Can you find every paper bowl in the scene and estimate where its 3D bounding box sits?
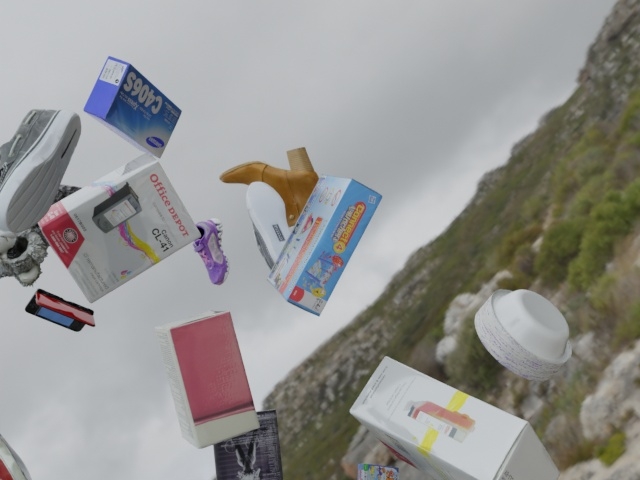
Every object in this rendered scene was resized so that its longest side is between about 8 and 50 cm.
[{"bbox_3d":[0.603,0.256,2.271,0.284,0.284,0.148,-27,-25,-56],"label":"paper bowl"}]

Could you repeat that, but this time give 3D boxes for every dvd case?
[{"bbox_3d":[-0.179,0.538,1.928,0.164,0.221,0.018,-5,-8,-11],"label":"dvd case"}]

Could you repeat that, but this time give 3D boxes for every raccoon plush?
[{"bbox_3d":[-0.774,-0.017,2.307,0.446,0.216,0.299,6,-88,-52],"label":"raccoon plush"}]

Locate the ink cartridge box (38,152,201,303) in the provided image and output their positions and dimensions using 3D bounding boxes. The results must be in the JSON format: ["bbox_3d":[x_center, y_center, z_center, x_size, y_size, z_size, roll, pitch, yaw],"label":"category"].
[{"bbox_3d":[-0.472,-0.033,1.839,0.306,0.226,0.131,-32,25,-12],"label":"ink cartridge box"}]

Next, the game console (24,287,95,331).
[{"bbox_3d":[-0.611,0.180,1.829,0.124,0.144,0.085,-46,29,31],"label":"game console"}]

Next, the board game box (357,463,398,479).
[{"bbox_3d":[0.179,0.807,2.444,0.136,0.201,0.035,14,-25,-26],"label":"board game box"}]

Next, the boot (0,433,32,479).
[{"bbox_3d":[-0.834,0.565,1.911,0.176,0.244,0.088,-39,1,-18],"label":"boot"}]

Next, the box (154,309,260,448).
[{"bbox_3d":[-0.220,0.261,1.504,0.126,0.233,0.148,-15,1,-22],"label":"box"}]

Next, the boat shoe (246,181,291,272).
[{"bbox_3d":[-0.136,-0.019,2.124,0.108,0.301,0.102,-9,-29,-34],"label":"boat shoe"}]

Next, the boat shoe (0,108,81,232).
[{"bbox_3d":[-0.585,-0.141,1.552,0.335,0.119,0.121,-78,-6,-47],"label":"boat shoe"}]

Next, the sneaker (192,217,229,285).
[{"bbox_3d":[-0.375,0.036,2.604,0.095,0.237,0.104,-25,-20,36],"label":"sneaker"}]

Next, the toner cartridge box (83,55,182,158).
[{"bbox_3d":[-0.516,-0.363,2.189,0.165,0.075,0.348,-66,-16,-5],"label":"toner cartridge box"}]

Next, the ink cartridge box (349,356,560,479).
[{"bbox_3d":[0.298,0.444,1.725,0.160,0.384,0.279,-54,-45,-16],"label":"ink cartridge box"}]

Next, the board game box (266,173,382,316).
[{"bbox_3d":[0.000,0.000,1.853,0.308,0.086,0.302,-62,14,0],"label":"board game box"}]

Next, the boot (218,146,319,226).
[{"bbox_3d":[-0.140,-0.132,2.249,0.295,0.211,0.104,-14,0,19],"label":"boot"}]
